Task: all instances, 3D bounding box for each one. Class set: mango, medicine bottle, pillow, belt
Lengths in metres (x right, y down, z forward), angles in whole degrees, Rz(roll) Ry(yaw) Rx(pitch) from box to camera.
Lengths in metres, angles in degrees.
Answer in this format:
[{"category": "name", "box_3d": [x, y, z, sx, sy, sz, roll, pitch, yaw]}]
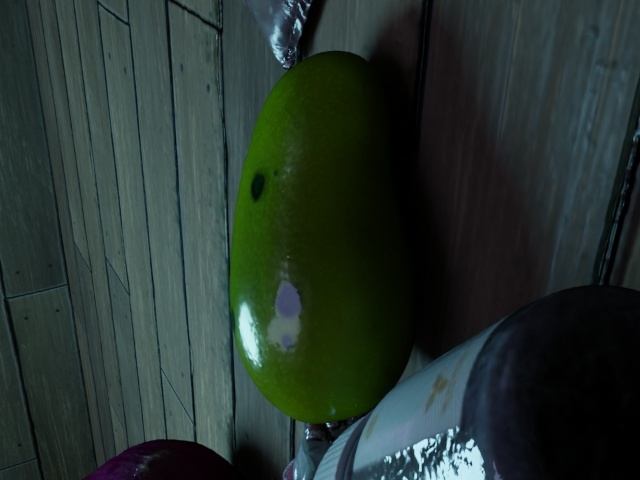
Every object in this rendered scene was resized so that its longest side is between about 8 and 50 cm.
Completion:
[{"category": "mango", "box_3d": [0.000, 0.000, 0.616, 0.175, 0.143, 0.293, 13, 104, 60]}, {"category": "medicine bottle", "box_3d": [0.103, 0.143, 0.443, 0.165, 0.165, 0.273, 68, 154, 16]}, {"category": "pillow", "box_3d": [-0.057, -0.256, 0.706, 0.185, 0.043, 0.118, 63, 149, 26]}, {"category": "belt", "box_3d": [0.003, 0.213, 0.784, 0.232, 0.071, 0.053, 107, 156, -44]}]

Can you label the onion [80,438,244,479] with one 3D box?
[{"category": "onion", "box_3d": [-0.178, 0.459, 1.064, 0.386, 0.348, 0.347, 5, 112, 23]}]
